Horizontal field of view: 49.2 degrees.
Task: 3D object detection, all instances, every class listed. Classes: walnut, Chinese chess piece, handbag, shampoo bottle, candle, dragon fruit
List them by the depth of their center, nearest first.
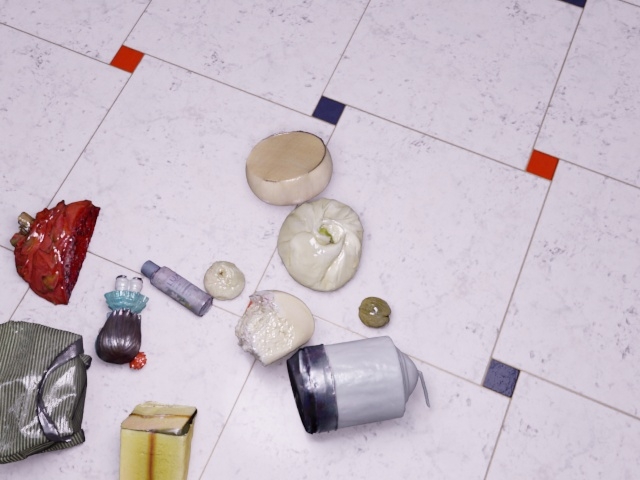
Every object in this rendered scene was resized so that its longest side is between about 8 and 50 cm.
[{"bbox_3d":[-0.701,0.375,1.724,0.240,0.247,0.340,3,65,-12],"label":"handbag"},{"bbox_3d":[0.099,0.350,1.747,0.343,0.221,0.221,-10,69,-7],"label":"candle"},{"bbox_3d":[0.145,0.194,1.883,0.092,0.092,0.092,0,68,-1],"label":"walnut"},{"bbox_3d":[-0.395,0.126,1.908,0.214,0.072,0.072,32,71,12],"label":"shampoo bottle"},{"bbox_3d":[-0.757,-0.001,1.911,0.205,0.152,0.316,8,68,4],"label":"dragon fruit"},{"bbox_3d":[-0.090,-0.206,1.979,0.250,0.103,0.249,-7,42,7],"label":"Chinese chess piece"}]

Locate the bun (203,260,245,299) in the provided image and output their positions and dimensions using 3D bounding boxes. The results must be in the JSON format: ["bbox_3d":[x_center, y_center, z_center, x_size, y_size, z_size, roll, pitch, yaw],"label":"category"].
[{"bbox_3d":[-0.264,0.108,1.917,0.115,0.069,0.115,0,70,-1],"label":"bun"}]

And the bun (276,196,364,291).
[{"bbox_3d":[0.000,0.000,1.917,0.259,0.160,0.259,-1,69,2],"label":"bun"}]

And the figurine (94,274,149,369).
[{"bbox_3d":[-0.515,0.214,1.856,0.138,0.110,0.245,10,61,-16],"label":"figurine"}]

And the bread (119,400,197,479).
[{"bbox_3d":[-0.409,0.555,1.753,0.168,0.163,0.264,6,99,1],"label":"bread"}]

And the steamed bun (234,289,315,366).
[{"bbox_3d":[-0.144,0.210,1.797,0.200,0.225,0.170,-32,99,-25],"label":"steamed bun"}]
